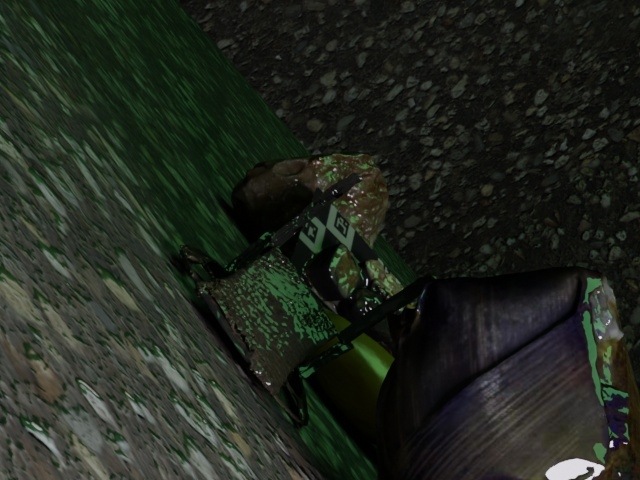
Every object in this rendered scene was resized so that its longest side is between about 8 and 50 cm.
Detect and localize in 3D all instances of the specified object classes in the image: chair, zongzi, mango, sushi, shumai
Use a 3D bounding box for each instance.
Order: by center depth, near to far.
[{"bbox_3d":[0.164,0.290,1.288,0.403,0.207,0.432,75,8,-59],"label":"zongzi"},{"bbox_3d":[-0.031,0.056,1.400,0.213,0.149,0.174,-33,88,-43],"label":"chair"},{"bbox_3d":[0.041,0.130,1.594,0.190,0.075,0.098,49,-6,-4],"label":"mango"},{"bbox_3d":[0.055,0.070,1.770,0.215,0.050,0.192,49,38,-27],"label":"sushi"},{"bbox_3d":[0.000,0.000,1.916,0.206,0.166,0.176,26,51,-54],"label":"shumai"}]

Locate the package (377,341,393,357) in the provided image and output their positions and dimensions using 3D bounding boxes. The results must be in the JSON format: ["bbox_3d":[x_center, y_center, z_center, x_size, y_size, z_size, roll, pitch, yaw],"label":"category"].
[{"bbox_3d":[0.172,0.225,1.707,0.223,0.108,0.288,17,-19,49],"label":"package"}]
